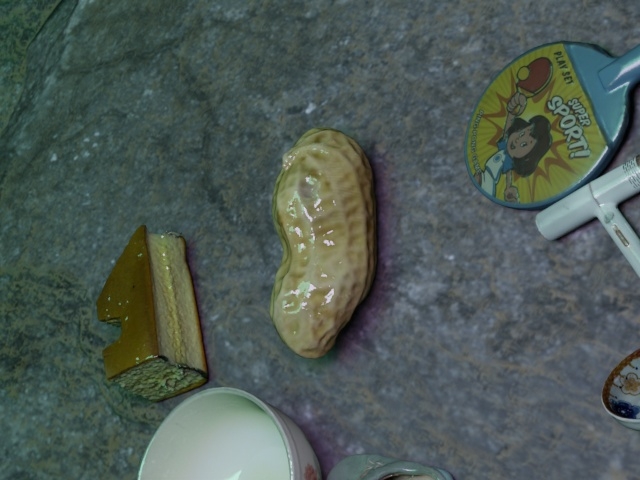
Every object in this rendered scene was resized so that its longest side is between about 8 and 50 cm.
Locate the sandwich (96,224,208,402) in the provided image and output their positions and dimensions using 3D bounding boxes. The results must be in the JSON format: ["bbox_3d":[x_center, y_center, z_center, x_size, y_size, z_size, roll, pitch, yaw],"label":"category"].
[{"bbox_3d":[-0.252,0.107,2.128,0.128,0.122,0.236,-24,59,27],"label":"sandwich"}]

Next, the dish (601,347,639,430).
[{"bbox_3d":[0.397,0.181,1.614,0.141,0.078,0.141,-27,24,13],"label":"dish"}]

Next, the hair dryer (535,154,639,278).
[{"bbox_3d":[0.355,0.010,1.719,0.155,0.044,0.183,-32,61,30],"label":"hair dryer"}]

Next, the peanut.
[{"bbox_3d":[0.000,0.000,1.935,0.140,0.153,0.325,-11,62,41],"label":"peanut"}]

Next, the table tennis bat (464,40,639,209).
[{"bbox_3d":[0.318,-0.167,1.806,0.329,0.044,0.215,-33,56,29],"label":"table tennis bat"}]

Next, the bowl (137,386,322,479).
[{"bbox_3d":[-0.103,0.341,1.913,0.277,0.145,0.277,-14,68,37],"label":"bowl"}]

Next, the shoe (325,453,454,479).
[{"bbox_3d":[0.076,0.312,1.822,0.195,0.078,0.079,0,77,35],"label":"shoe"}]
